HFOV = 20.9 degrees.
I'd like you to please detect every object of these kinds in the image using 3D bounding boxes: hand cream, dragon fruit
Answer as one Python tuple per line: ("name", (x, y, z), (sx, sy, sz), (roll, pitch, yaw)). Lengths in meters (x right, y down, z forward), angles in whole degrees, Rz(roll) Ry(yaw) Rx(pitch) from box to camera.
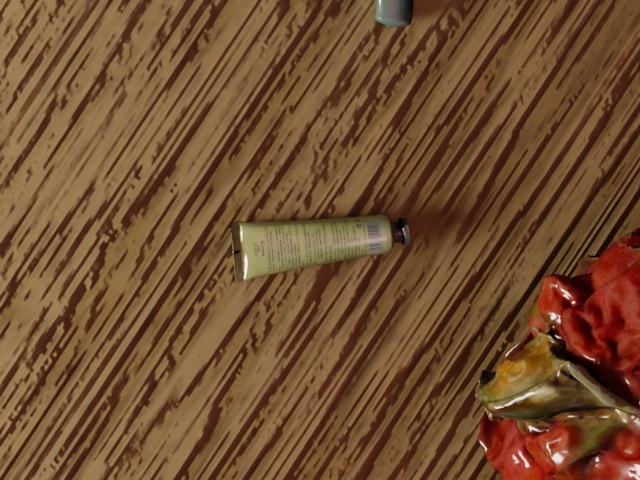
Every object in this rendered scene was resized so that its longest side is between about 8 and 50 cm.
("hand cream", (0.000, 0.000, 0.983), (0.102, 0.022, 0.035), (-7, 103, -10))
("dragon fruit", (0.237, 0.133, 0.949), (0.342, 0.277, 0.277), (35, 89, -28))

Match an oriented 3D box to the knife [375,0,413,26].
("knife", (0.016, -0.216, 0.948), (0.028, 0.015, 0.210), (-19, 105, -7))
